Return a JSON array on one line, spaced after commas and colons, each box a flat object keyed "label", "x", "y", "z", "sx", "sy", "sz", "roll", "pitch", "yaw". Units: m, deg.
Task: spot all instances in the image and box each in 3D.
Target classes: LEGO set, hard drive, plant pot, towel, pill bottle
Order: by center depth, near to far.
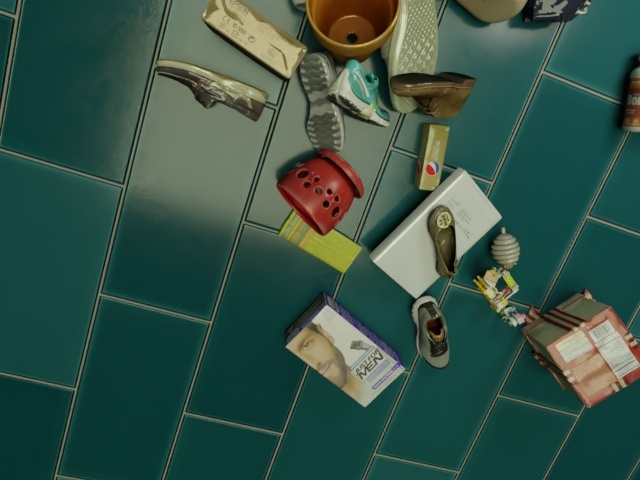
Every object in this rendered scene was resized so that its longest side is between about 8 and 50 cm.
[{"label": "plant pot", "x": 0.074, "y": -0.509, "z": 1.126, "sx": 0.205, "sy": 0.188, "sz": 0.205, "roll": 0, "pitch": 88, "yaw": 3}, {"label": "plant pot", "x": 0.004, "y": -0.136, "z": 1.290, "sx": 0.174, "sy": 0.191, "sz": 0.191, "roll": -45, "pitch": 107, "yaw": -6}, {"label": "pill bottle", "x": 0.921, "y": -0.413, "z": 1.343, "sx": 0.121, "sy": 0.121, "sz": 0.216, "roll": -3, "pitch": 107, "yaw": -5}, {"label": "hard drive", "x": 0.338, "y": -0.012, "z": 1.412, "sx": 0.353, "sy": 0.047, "sz": 0.233, "roll": -45, "pitch": 124, "yaw": 7}, {"label": "towel", "x": 0.000, "y": 0.000, "z": 1.425, "sx": 0.237, "sy": 0.021, "sz": 0.102, "roll": 31, "pitch": 105, "yaw": -14}, {"label": "LEGO set", "x": 0.548, "y": 0.134, "z": 1.466, "sx": 0.107, "sy": 0.132, "sz": 0.287, "roll": -39, "pitch": 129, "yaw": 1}]

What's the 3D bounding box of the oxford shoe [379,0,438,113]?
[{"label": "oxford shoe", "x": 0.203, "y": -0.552, "z": 1.227, "sx": 0.169, "sy": 0.130, "sz": 0.449, "roll": -30, "pitch": 126, "yaw": -32}]

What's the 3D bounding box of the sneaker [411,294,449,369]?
[{"label": "sneaker", "x": 0.351, "y": 0.305, "z": 1.505, "sx": 0.100, "sy": 0.108, "sz": 0.271, "roll": -21, "pitch": 117, "yaw": -3}]

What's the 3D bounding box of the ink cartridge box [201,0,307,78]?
[{"label": "ink cartridge box", "x": -0.155, "y": -0.486, "z": 1.165, "sx": 0.235, "sy": 0.193, "sz": 0.088, "roll": 31, "pitch": 101, "yaw": -14}]

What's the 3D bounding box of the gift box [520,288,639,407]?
[{"label": "gift box", "x": 0.796, "y": 0.303, "z": 1.487, "sx": 0.255, "sy": 0.258, "sz": 0.276, "roll": -30, "pitch": 88, "yaw": 5}]

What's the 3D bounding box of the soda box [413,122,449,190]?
[{"label": "soda box", "x": 0.311, "y": -0.235, "z": 1.362, "sx": 0.058, "sy": 0.061, "sz": 0.181, "roll": 4, "pitch": 107, "yaw": -8}]

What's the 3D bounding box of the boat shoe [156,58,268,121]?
[{"label": "boat shoe", "x": -0.279, "y": -0.381, "z": 1.234, "sx": 0.285, "sy": 0.103, "sz": 0.092, "roll": 14, "pitch": 100, "yaw": -16}]

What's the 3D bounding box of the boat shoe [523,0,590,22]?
[{"label": "boat shoe", "x": 0.685, "y": -0.655, "z": 1.253, "sx": 0.341, "sy": 0.127, "sz": 0.158, "roll": -4, "pitch": 114, "yaw": 3}]

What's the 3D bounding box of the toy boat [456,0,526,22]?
[{"label": "toy boat", "x": 0.426, "y": -0.668, "z": 1.217, "sx": 0.231, "sy": 0.151, "sz": 0.151, "roll": 33, "pitch": 72, "yaw": -15}]

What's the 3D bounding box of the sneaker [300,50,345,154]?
[{"label": "sneaker", "x": 0.027, "y": -0.358, "z": 1.273, "sx": 0.105, "sy": 0.115, "sz": 0.281, "roll": 11, "pitch": 129, "yaw": 24}]

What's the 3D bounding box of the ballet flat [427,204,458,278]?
[{"label": "ballet flat", "x": 0.355, "y": 0.013, "z": 1.368, "sx": 0.084, "sy": 0.058, "sz": 0.249, "roll": -21, "pitch": 124, "yaw": -10}]

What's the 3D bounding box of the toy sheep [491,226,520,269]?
[{"label": "toy sheep", "x": 0.553, "y": 0.024, "z": 1.451, "sx": 0.091, "sy": 0.091, "sz": 0.132, "roll": -16, "pitch": 99, "yaw": -1}]

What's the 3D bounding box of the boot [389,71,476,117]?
[{"label": "boot", "x": 0.286, "y": -0.367, "z": 1.239, "sx": 0.305, "sy": 0.112, "sz": 0.115, "roll": -13, "pitch": 129, "yaw": -40}]

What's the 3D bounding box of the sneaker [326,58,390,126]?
[{"label": "sneaker", "x": 0.118, "y": -0.358, "z": 1.209, "sx": 0.107, "sy": 0.275, "sz": 0.110, "roll": 26, "pitch": 96, "yaw": 25}]

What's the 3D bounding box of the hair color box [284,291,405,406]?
[{"label": "hair color box", "x": 0.074, "y": 0.339, "z": 1.491, "sx": 0.339, "sy": 0.110, "sz": 0.185, "roll": 41, "pitch": 100, "yaw": -14}]

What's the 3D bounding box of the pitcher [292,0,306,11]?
[{"label": "pitcher", "x": 0.012, "y": -0.664, "z": 1.155, "sx": 0.178, "sy": 0.125, "sz": 0.207, "roll": 9, "pitch": 101, "yaw": 18}]
